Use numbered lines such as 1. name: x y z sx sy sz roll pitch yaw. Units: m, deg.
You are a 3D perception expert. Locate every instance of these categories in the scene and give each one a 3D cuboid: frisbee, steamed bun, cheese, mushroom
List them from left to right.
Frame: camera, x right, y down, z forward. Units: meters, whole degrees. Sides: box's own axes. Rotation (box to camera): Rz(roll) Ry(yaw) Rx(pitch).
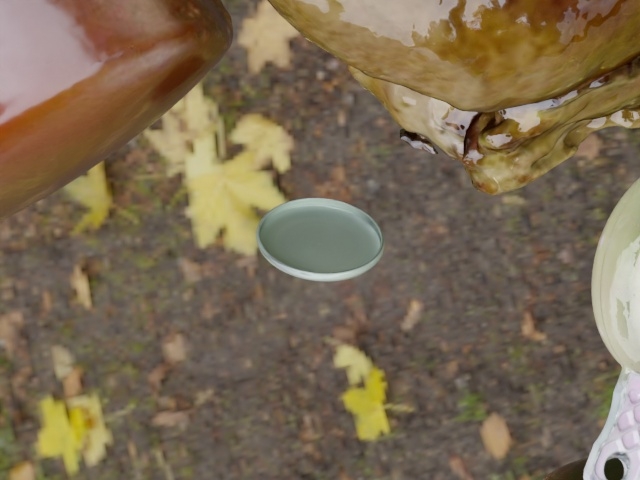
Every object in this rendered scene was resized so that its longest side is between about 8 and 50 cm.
1. steamed bun: -0.256 -0.137 1.135 0.379 0.248 0.235 -28 90 49
2. frisbee: 0.000 0.000 1.341 0.110 0.110 0.014 36 137 33
3. mushroom: 0.077 -0.159 0.661 0.195 0.263 0.283 8 128 35
4. cheese: 0.228 0.060 1.033 0.064 0.137 0.227 6 73 66

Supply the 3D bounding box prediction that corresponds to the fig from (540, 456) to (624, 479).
1. fig: 0.219 0.295 1.279 0.186 0.249 0.203 26 127 13
